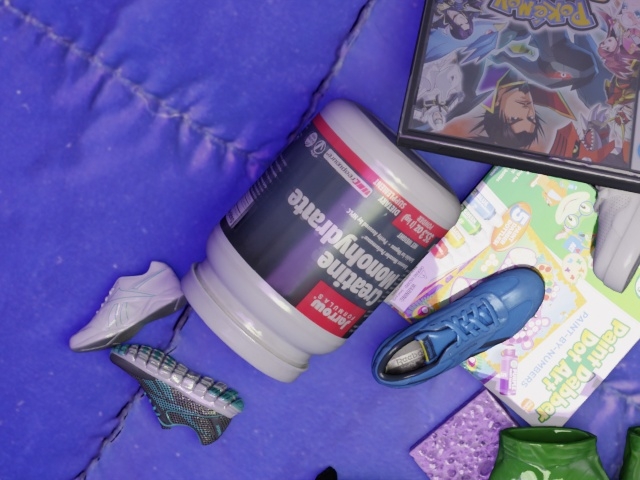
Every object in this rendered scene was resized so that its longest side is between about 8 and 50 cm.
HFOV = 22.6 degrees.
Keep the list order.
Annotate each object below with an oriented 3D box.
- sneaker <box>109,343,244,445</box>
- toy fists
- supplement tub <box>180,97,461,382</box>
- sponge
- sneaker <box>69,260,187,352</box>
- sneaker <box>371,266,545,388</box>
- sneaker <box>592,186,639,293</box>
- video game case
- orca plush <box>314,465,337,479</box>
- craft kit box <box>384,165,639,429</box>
[{"bbox_3d":[-0.174,0.178,1.829,0.166,0.065,0.076,29,102,6],"label":"sneaker"},{"bbox_3d":[0.313,0.279,1.725,0.279,0.096,0.142,1,99,-14],"label":"toy fists"},{"bbox_3d":[0.000,0.000,1.723,0.191,0.191,0.272,43,98,3],"label":"supplement tub"},{"bbox_3d":[0.208,0.280,1.799,0.117,0.031,0.210,-40,89,9],"label":"sponge"},{"bbox_3d":[-0.225,0.079,1.837,0.152,0.054,0.061,-30,75,6],"label":"sneaker"},{"bbox_3d":[0.149,0.099,1.716,0.209,0.082,0.069,-30,88,8],"label":"sneaker"},{"bbox_3d":[0.299,-0.095,1.695,0.169,0.108,0.292,20,69,9],"label":"sneaker"},{"bbox_3d":[0.235,-0.189,1.641,0.275,0.035,0.248,11,75,3],"label":"video game case"},{"bbox_3d":[0.130,0.314,1.778,0.287,0.151,0.102,27,78,24],"label":"orca plush"},{"bbox_3d":[0.239,0.048,1.766,0.247,0.061,0.250,39,99,0],"label":"craft kit box"}]
